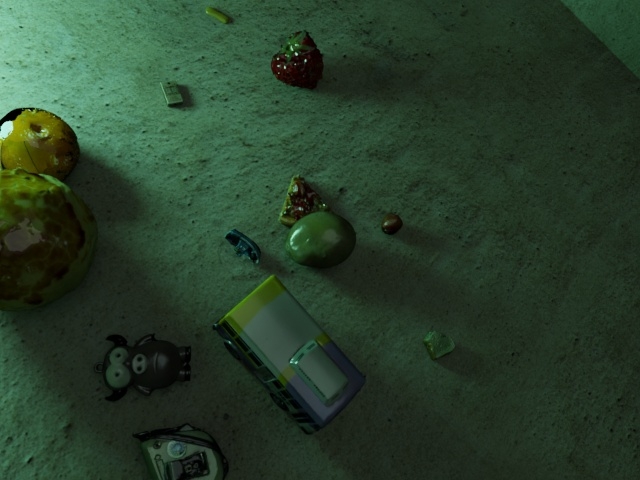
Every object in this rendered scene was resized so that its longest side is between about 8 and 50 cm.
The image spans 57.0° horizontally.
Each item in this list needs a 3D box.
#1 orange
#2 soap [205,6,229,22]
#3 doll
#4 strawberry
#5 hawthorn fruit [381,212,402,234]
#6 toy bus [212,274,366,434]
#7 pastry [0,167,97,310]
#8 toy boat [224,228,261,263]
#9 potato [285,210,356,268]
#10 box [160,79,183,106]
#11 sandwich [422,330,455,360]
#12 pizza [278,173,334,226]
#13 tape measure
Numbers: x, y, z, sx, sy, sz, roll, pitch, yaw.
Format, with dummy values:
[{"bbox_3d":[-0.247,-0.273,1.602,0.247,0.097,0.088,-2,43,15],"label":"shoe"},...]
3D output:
[{"bbox_3d":[-0.809,-0.267,1.675,0.235,0.182,0.234,15,64,-33],"label":"orange"},{"bbox_3d":[-0.370,-0.811,2.119,0.089,0.012,0.034,26,65,-10],"label":"soap"},{"bbox_3d":[-0.488,0.348,1.627,0.258,0.117,0.181,4,77,-22],"label":"doll"},{"bbox_3d":[-0.073,-0.624,2.089,0.201,0.184,0.186,46,34,-42],"label":"strawberry"},{"bbox_3d":[0.249,-0.056,2.062,0.077,0.077,0.077,6,70,-18],"label":"hawthorn fruit"},{"bbox_3d":[-0.082,0.334,1.706,0.209,0.249,0.440,-40,89,-26],"label":"toy bus"},{"bbox_3d":[-0.780,-0.006,1.523,0.389,0.313,0.388,9,71,-26],"label":"pastry"},{"bbox_3d":[-0.244,0.022,1.858,0.137,0.060,0.061,41,44,-10],"label":"toy boat"},{"bbox_3d":[0.000,0.000,1.903,0.235,0.160,0.177,-21,56,-10],"label":"potato"},{"bbox_3d":[-0.495,-0.488,1.959,0.053,0.024,0.083,-17,80,-24],"label":"box"},{"bbox_3d":[0.405,0.349,1.999,0.105,0.036,0.093,-14,77,-24],"label":"sandwich"},{"bbox_3d":[-0.065,-0.136,1.980,0.201,0.053,0.193,-18,79,-24],"label":"pizza"},{"bbox_3d":[-0.368,0.590,1.592,0.207,0.115,0.235,-19,80,-22],"label":"tape measure"}]
